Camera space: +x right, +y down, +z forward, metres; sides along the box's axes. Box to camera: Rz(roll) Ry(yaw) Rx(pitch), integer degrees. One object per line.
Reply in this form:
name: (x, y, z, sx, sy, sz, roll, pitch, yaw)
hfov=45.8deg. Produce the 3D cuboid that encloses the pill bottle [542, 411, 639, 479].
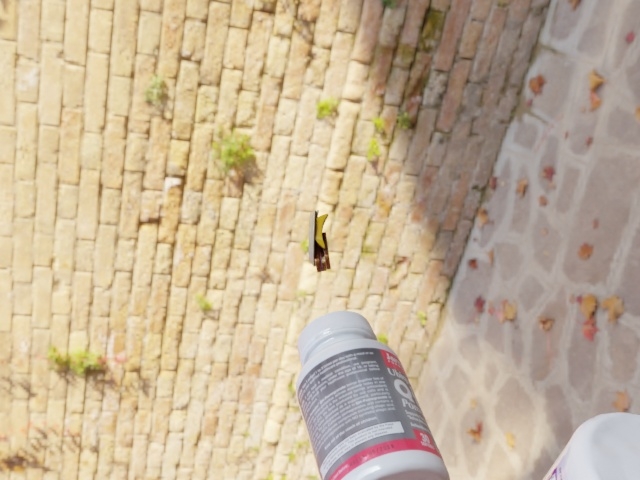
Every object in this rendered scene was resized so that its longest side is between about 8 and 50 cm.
pill bottle: (0.238, 0.313, 0.674, 0.169, 0.169, 0.301, -107, 30, -53)

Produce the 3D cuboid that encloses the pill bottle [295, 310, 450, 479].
pill bottle: (0.061, 0.263, 1.155, 0.318, 0.176, 0.176, -112, 30, -47)

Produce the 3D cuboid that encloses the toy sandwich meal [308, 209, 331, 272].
toy sandwich meal: (0.000, 0.000, 1.021, 0.085, 0.029, 0.085, 1, -90, -88)
